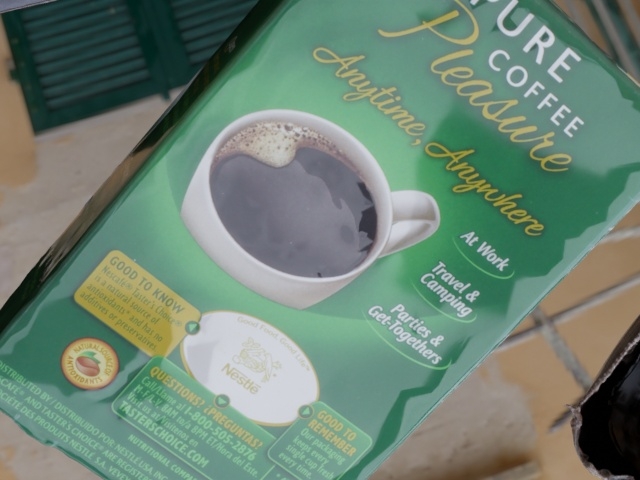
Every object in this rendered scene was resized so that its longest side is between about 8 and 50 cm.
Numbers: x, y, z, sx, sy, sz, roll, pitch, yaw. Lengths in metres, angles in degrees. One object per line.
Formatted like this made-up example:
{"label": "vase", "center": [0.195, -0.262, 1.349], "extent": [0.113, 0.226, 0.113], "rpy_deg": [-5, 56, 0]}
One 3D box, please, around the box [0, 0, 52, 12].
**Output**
{"label": "box", "center": [-0.192, -0.374, 0.961], "extent": [0.343, 0.179, 0.312], "rpy_deg": [-11, 138, 8]}

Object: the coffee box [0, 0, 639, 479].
{"label": "coffee box", "center": [0.000, 0.000, 0.351], "extent": [0.184, 0.113, 0.040], "rpy_deg": [-49, -164, 13]}

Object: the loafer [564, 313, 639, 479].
{"label": "loafer", "center": [0.254, 0.023, 0.604], "extent": [0.130, 0.134, 0.366], "rpy_deg": [-9, 141, -44]}
